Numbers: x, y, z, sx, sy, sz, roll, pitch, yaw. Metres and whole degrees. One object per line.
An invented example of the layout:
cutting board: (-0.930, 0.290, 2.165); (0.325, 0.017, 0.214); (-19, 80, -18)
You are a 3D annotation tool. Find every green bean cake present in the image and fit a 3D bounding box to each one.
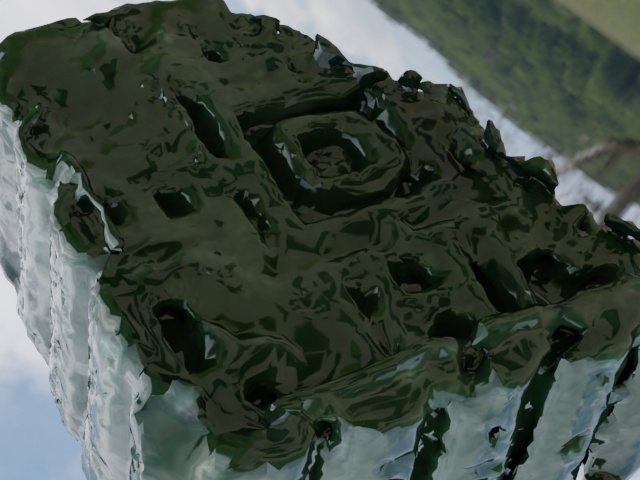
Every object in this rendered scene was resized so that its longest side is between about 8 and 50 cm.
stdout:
green bean cake: (0.000, 0.000, 0.420); (0.193, 0.107, 0.208); (-19, -127, -20)
